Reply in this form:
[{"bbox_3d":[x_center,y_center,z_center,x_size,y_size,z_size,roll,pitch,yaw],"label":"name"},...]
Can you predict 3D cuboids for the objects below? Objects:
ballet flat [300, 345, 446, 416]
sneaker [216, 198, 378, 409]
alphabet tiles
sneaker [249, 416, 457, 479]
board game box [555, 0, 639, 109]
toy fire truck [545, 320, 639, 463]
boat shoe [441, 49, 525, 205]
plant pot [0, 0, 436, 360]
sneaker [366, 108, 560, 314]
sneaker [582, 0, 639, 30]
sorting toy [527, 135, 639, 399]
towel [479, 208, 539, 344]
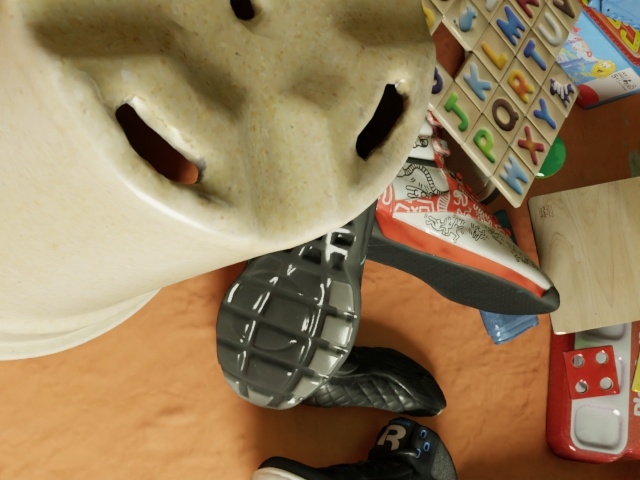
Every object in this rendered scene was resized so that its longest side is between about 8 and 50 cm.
[{"bbox_3d":[0.041,0.119,0.871,0.173,0.049,0.057,19,35,-40],"label":"ballet flat"},{"bbox_3d":[0.000,0.000,0.770,0.106,0.101,0.267,-52,162,-70],"label":"sneaker"},{"bbox_3d":[0.161,-0.179,0.940,0.198,0.009,0.237,45,57,-20],"label":"alphabet tiles"},{"bbox_3d":[0.033,0.183,0.825,0.217,0.079,0.121,40,53,-37],"label":"sneaker"},{"bbox_3d":[0.262,-0.354,1.130,0.308,0.086,0.302,37,58,-29],"label":"board game box"},{"bbox_3d":[0.353,0.084,1.075,0.254,0.169,0.302,11,75,-16],"label":"toy fire truck"},{"bbox_3d":[0.174,-0.133,1.008,0.079,0.084,0.233,35,60,-44],"label":"boat shoe"},{"bbox_3d":[-0.118,-0.099,0.576,0.334,0.305,0.333,4,83,-38],"label":"plant pot"},{"bbox_3d":[0.109,-0.036,0.911,0.270,0.090,0.145,22,67,-25],"label":"sneaker"},{"bbox_3d":[0.297,-0.245,1.045,0.082,0.069,0.209,-51,128,0],"label":"sneaker"},{"bbox_3d":[0.275,0.022,1.004,0.046,0.132,0.274,37,42,-83],"label":"sorting toy"},{"bbox_3d":[0.166,0.035,0.998,0.067,0.029,0.119,-19,94,-41],"label":"towel"}]
